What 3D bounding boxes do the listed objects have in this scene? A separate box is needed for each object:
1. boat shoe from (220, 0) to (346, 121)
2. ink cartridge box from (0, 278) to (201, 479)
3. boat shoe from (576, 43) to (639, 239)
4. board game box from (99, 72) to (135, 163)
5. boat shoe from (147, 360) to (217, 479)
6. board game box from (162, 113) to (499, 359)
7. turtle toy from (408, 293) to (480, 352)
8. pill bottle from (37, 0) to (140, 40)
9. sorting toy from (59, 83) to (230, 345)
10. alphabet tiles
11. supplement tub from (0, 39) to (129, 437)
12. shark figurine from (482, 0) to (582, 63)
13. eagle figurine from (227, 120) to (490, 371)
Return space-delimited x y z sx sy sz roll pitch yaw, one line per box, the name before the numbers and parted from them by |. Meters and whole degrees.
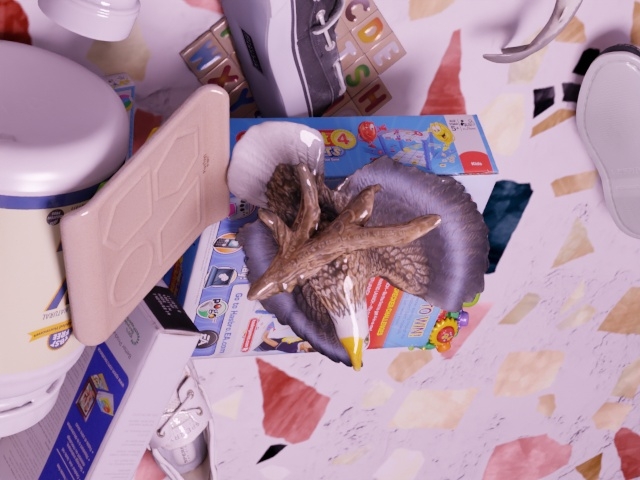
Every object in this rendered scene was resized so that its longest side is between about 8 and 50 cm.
boat shoe | -0.027 -0.230 1.721 0.105 0.113 0.306 -34 140 -16
ink cartridge box | -0.257 0.193 1.876 0.069 0.176 0.371 9 119 -40
boat shoe | 0.378 -0.132 2.110 0.114 0.091 0.302 4 139 18
board game box | -0.242 -0.090 1.762 0.103 0.026 0.154 -13 131 -26
boat shoe | -0.167 0.196 1.998 0.098 0.096 0.277 -29 136 -9
board game box | 0.000 0.000 1.862 0.302 0.086 0.308 -2 141 -18
turtle toy | 0.148 0.087 2.146 0.095 0.066 0.130 19 113 -43
pill bottle | -0.177 -0.296 1.564 0.124 0.124 0.221 5 120 -37
sorting toy | -0.161 -0.025 1.595 0.208 0.038 0.193 -45 155 -31
alphabet tiles | -0.016 -0.186 1.851 0.198 0.009 0.237 -39 137 -1
supplement tub | -0.318 0.001 1.633 0.235 0.235 0.325 -6 128 -31
shark figurine | 0.253 -0.315 1.870 0.166 0.116 0.278 -2 124 9
eagle figurine | 0.024 0.021 1.708 0.298 0.226 0.225 9 101 -74
